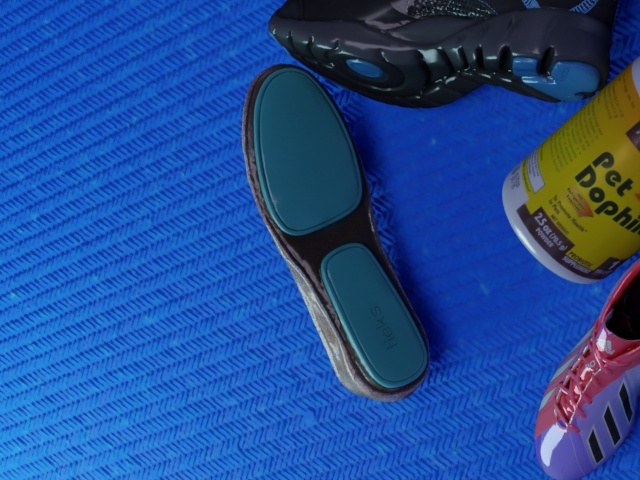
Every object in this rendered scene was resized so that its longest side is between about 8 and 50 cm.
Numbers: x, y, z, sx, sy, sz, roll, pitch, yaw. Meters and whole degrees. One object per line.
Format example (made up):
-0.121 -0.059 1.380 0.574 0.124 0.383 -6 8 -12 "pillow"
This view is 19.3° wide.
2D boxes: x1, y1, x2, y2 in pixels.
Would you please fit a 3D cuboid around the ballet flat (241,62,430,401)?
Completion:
0.000 0.000 1.681 0.106 0.108 0.316 143 108 -73 "ballet flat"

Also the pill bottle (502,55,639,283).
0.252 -0.069 1.479 0.215 0.117 0.117 -44 72 32 "pill bottle"

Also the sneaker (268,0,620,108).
0.108 -0.194 1.587 0.341 0.125 0.139 6 72 38 "sneaker"

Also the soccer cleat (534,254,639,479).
0.235 0.098 1.528 0.083 0.095 0.248 44 118 25 "soccer cleat"
